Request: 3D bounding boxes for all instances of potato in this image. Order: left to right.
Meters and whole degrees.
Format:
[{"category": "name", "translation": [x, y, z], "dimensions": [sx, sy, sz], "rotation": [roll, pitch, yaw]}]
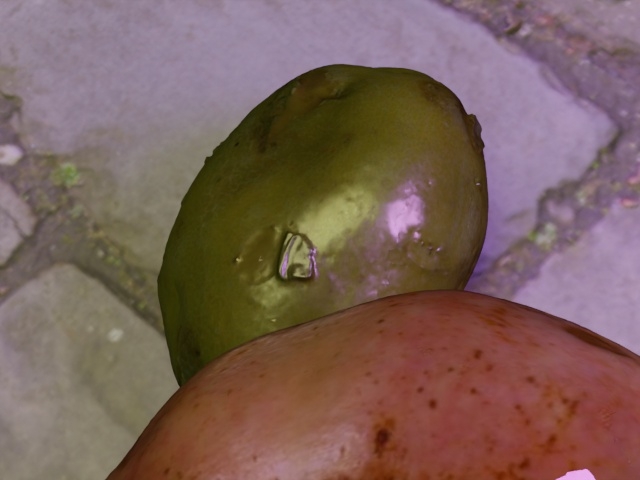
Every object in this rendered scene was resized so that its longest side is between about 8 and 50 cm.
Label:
[{"category": "potato", "translation": [0.000, 0.000, 0.891], "dimensions": [0.186, 0.148, 0.253], "rotation": [14, 66, 19]}]

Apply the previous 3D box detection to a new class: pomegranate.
[{"category": "pomegranate", "translation": [0.038, 0.178, 0.681], "dimensions": [0.338, 0.338, 0.338], "rotation": [-6, 60, 11]}]
